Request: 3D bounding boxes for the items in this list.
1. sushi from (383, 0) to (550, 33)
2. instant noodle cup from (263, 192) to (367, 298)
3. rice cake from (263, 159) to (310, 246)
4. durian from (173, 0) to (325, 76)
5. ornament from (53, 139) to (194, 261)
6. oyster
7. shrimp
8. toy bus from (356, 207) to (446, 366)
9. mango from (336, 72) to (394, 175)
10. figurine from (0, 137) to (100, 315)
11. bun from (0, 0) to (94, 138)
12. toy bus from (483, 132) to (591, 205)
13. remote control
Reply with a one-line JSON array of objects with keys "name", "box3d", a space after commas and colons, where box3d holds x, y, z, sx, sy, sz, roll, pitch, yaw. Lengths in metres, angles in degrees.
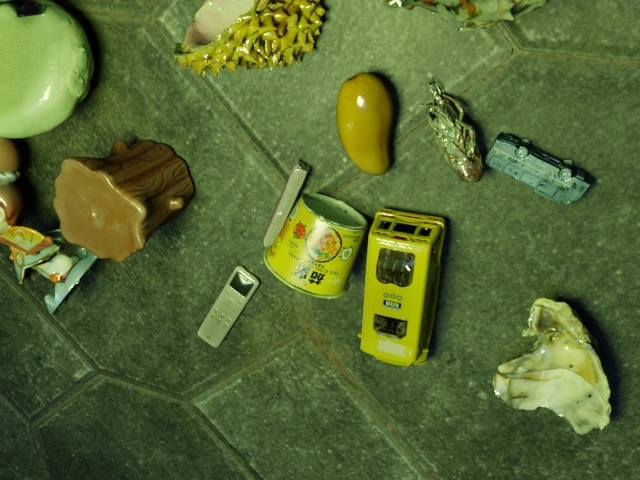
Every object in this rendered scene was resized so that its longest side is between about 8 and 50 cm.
[{"name": "sushi", "box3d": [0.154, -0.435, 0.680, 0.176, 0.417, 0.417, -38, 99, -8]}, {"name": "instant noodle cup", "box3d": [0.000, 0.000, 1.078, 0.182, 0.182, 0.144, 28, 114, 8]}, {"name": "rice cake", "box3d": [-0.072, -0.070, 1.140, 0.036, 0.047, 0.207, 28, 124, 1]}, {"name": "durian", "box3d": [-0.141, -0.352, 0.943, 0.305, 0.196, 0.186, -12, 117, 26]}, {"name": "ornament", "box3d": [-0.399, -0.098, 1.163, 0.235, 0.217, 0.221, -18, 107, 30]}, {"name": "oyster", "box3d": [0.438, 0.243, 1.050, 0.275, 0.100, 0.271, 30, 126, -8]}, {"name": "shrimp", "box3d": [0.219, -0.183, 0.938, 0.074, 0.073, 0.190, -18, 94, 42]}, {"name": "toy bus", "box3d": [0.147, 0.115, 1.076, 0.145, 0.151, 0.331, 10, 118, 16]}, {"name": "mango", "box3d": [0.080, -0.202, 0.986, 0.102, 0.085, 0.184, 1, 126, 18]}, {"name": "figurine", "box3d": [-0.703, -0.041, 1.314, 0.388, 0.248, 0.276, 38, 142, -12]}, {"name": "bun", "box3d": [-0.578, -0.340, 1.141, 0.293, 0.187, 0.293, -1, 88, 17]}, {"name": "toy bus", "box3d": [0.357, -0.119, 0.929, 0.166, 0.047, 0.065, 30, 128, 8]}, {"name": "remote control", "box3d": [-0.224, 0.164, 1.334, 0.067, 0.029, 0.261, 37, 124, 2]}]
